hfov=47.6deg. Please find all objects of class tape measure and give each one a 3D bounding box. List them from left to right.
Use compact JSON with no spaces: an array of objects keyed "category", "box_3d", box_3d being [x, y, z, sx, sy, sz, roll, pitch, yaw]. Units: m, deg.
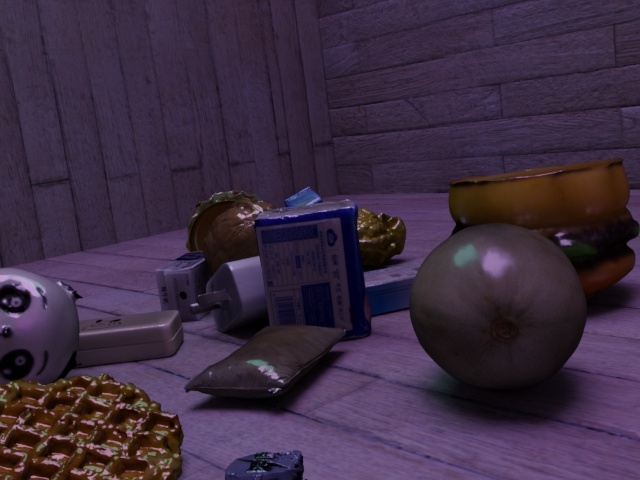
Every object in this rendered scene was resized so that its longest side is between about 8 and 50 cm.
[{"category":"tape measure","box_3d":[-0.062,0.277,0.836,0.094,0.054,0.091,-6,3,-5]}]

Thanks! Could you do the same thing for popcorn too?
[{"category":"popcorn","box_3d":[0.090,0.004,2.099,0.286,0.174,0.225,8,29,21]}]

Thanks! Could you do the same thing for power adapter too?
[{"category":"power adapter","box_3d":[-0.157,0.115,1.580,0.255,0.124,0.187,-13,-17,-30]}]

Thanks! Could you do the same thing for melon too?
[{"category":"melon","box_3d":[0.262,0.097,1.078,0.271,0.272,0.308,-10,2,-17]}]

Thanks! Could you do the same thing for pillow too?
[{"category":"pillow","box_3d":[-0.087,0.204,1.250,0.184,0.075,0.302,-5,8,22]}]

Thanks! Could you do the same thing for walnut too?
[{"category":"walnut","box_3d":[-0.179,0.002,1.751,0.198,0.198,0.245,-14,-21,-37]}]

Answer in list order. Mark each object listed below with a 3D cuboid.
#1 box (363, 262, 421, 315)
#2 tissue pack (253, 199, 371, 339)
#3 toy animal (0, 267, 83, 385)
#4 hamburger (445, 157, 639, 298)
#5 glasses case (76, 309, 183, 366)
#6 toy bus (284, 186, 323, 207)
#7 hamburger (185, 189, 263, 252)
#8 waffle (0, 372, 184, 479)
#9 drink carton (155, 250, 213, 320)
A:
[{"category":"box","box_3d":[0.157,0.109,1.648,0.194,0.073,0.139,-10,9,-16]},{"category":"tissue pack","box_3d":[-0.015,0.062,1.452,0.209,0.270,0.137,-9,12,-4]},{"category":"toy animal","box_3d":[-0.602,0.172,1.346,0.309,0.251,0.251,-1,10,6]},{"category":"hamburger","box_3d":[0.470,-0.013,1.518,0.395,0.278,0.396,-9,7,1]},{"category":"glasses case","box_3d":[-0.451,0.208,1.516,0.312,0.070,0.131,-7,9,2]},{"category":"toy bus","box_3d":[-0.002,0.002,1.588,0.079,0.236,0.094,-28,31,-5]},{"category":"hamburger","box_3d":[-0.268,-0.022,2.187,0.274,0.274,0.212,-7,11,-2]},{"category":"waffle","box_3d":[-0.320,0.259,0.908,0.302,0.068,0.325,-3,23,-38]},{"category":"drink carton","box_3d":[-0.318,0.111,1.822,0.101,0.134,0.222,-3,10,12]}]
